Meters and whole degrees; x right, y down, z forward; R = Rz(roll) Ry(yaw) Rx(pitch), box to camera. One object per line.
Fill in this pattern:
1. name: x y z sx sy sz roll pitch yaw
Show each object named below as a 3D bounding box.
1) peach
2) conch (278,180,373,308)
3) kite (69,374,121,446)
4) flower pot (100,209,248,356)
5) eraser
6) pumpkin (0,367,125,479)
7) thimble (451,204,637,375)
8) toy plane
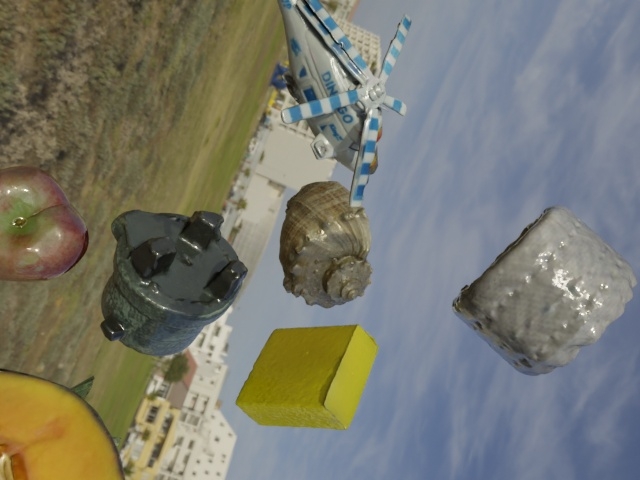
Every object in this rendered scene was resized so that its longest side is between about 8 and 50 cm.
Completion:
1. peach: -0.373 -0.018 0.723 0.152 0.152 0.152 -158 -90 -81
2. conch: -0.011 0.004 1.418 0.210 0.352 0.297 -19 142 -47
3. kite: -0.477 0.365 1.065 0.012 0.250 0.229 54 45 -52
4. flower pot: -0.327 0.070 1.202 0.283 0.299 0.299 -46 -159 37
5. eraser: -0.013 0.134 0.562 0.122 0.045 0.097 -12 -143 42
6. pumpkin: -0.286 0.150 0.418 0.148 0.312 0.169 14 -117 44
7. thimble: 0.308 0.076 0.801 0.217 0.157 0.245 -39 167 -21
8. toy plane: -0.018 -0.171 0.493 0.107 0.273 0.182 -1 -126 54
